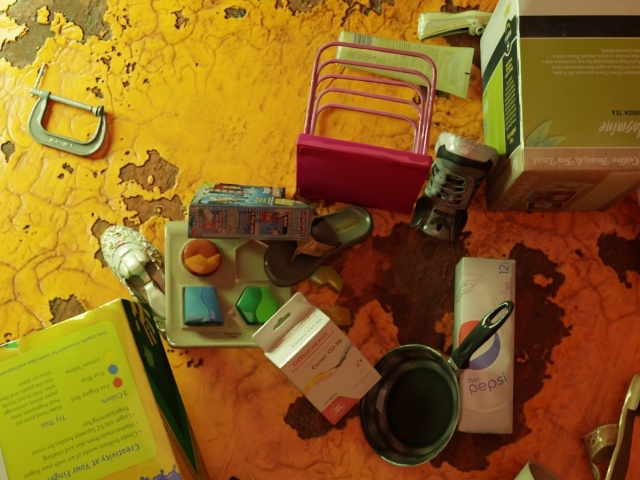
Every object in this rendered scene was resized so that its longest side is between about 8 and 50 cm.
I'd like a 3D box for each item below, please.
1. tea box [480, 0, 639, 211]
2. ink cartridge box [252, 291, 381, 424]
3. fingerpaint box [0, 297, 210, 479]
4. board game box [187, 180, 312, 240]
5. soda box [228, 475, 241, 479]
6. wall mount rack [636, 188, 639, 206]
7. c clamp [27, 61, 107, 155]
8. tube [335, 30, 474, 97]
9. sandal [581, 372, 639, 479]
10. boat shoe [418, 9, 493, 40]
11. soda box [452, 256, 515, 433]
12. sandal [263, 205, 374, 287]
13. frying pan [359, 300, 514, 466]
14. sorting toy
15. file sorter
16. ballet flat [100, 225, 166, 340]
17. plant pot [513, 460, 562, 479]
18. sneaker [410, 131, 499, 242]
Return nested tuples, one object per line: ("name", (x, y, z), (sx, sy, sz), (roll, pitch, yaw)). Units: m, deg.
("tea box", (0.391, -0.228, 1.686), (0.219, 0.329, 0.324), (1, 82, 0))
("ink cartridge box", (-0.006, 0.190, 1.690), (0.115, 0.067, 0.198), (-45, 120, -7))
("fingerpaint box", (-0.428, 0.342, 1.635), (0.444, 0.163, 0.371), (-22, 81, 5))
("board game box", (-0.111, -0.046, 1.727), (0.194, 0.194, 0.060), (5, 104, 0))
("soda box", (-0.083, 0.445, 1.701), (0.168, 0.060, 0.053), (27, 82, 3))
("wall mount rack", (0.577, -0.042, 1.675), (0.130, 0.304, 0.350), (-14, 89, 38))
("c clamp", (-0.442, -0.223, 1.825), (0.160, 0.022, 0.137), (22, 81, 3))
("tube", (0.147, -0.314, 1.838), (0.240, 0.062, 0.070), (9, 124, -4))
("sandal", (0.475, 0.328, 1.736), (0.079, 0.088, 0.240), (13, 71, 33))
("boat shoe", (0.249, -0.377, 1.849), (0.152, 0.056, 0.048), (1, 87, 2))
("soda box", (0.269, 0.175, 1.734), (0.091, 0.098, 0.287), (3, 81, 0))
("sandal", (0.000, 0.000, 1.752), (0.219, 0.060, 0.090), (-25, 75, -20))
("frying pan", (0.177, 0.210, 1.694), (0.197, 0.053, 0.326), (30, 95, 42))
("sorting toy", (-0.103, 0.069, 1.739), (0.307, 0.041, 0.229), (1, 66, -13))
("file sorter", (0.074, -0.178, 1.695), (0.202, 0.291, 0.182), (10, 77, 1))
("ballet flat", (-0.288, 0.067, 1.752), (0.091, 0.077, 0.241), (-39, 83, -4))
("plant pot", (0.317, 0.530, 1.620), (0.256, 0.256, 0.274), (45, 100, 6))
("sneaker", (0.214, -0.079, 1.693), (0.101, 0.268, 0.153), (20, 86, 5))
